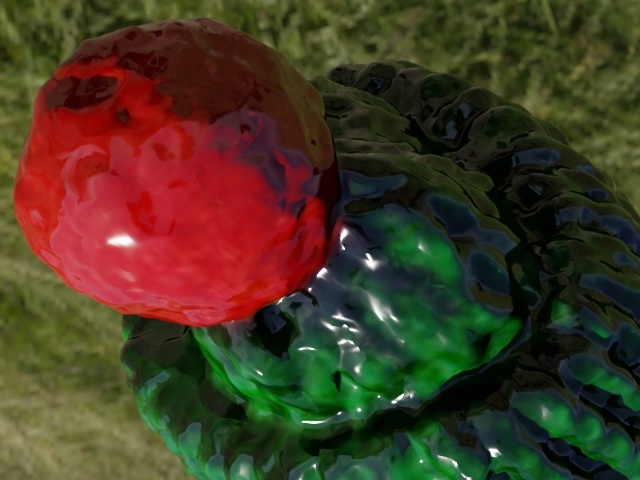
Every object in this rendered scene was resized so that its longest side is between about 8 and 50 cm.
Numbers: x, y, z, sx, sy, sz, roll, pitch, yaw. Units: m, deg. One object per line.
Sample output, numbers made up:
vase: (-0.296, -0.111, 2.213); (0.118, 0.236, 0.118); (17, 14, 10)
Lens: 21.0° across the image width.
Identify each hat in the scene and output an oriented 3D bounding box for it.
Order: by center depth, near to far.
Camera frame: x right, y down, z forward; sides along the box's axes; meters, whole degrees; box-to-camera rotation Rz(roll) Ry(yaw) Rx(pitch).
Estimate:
hat: (0.000, 0.000, 0.751); (0.274, 0.242, 0.332); (7, 156, 38)
